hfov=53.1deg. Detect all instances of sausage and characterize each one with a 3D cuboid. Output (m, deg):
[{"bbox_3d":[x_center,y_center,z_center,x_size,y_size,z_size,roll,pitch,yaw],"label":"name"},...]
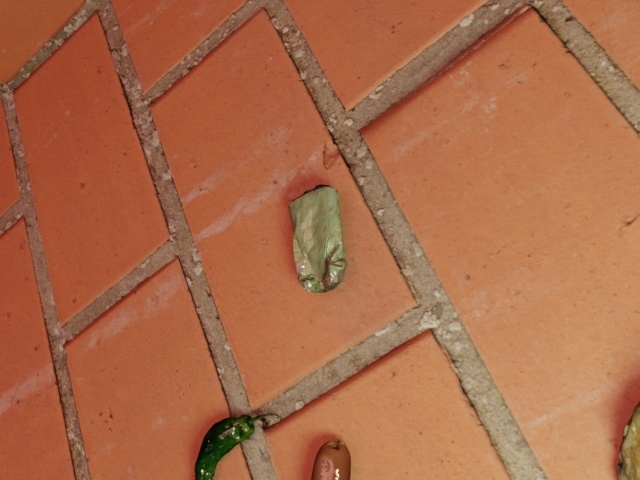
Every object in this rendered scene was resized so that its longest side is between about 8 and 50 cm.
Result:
[{"bbox_3d":[0.005,0.597,1.203,0.087,0.088,0.434,-4,73,30],"label":"sausage"}]

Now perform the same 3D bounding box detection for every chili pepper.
[{"bbox_3d":[-0.211,0.456,1.391,0.122,0.065,0.279,38,98,25],"label":"chili pepper"}]

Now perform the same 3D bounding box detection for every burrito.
[{"bbox_3d":[0.000,0.000,1.392,0.143,0.089,0.229,-25,62,38],"label":"burrito"}]

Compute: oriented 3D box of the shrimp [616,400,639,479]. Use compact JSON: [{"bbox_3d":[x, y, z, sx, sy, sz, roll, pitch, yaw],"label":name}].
[{"bbox_3d":[0.550,0.299,0.887,0.247,0.085,0.360,63,141,45],"label":"shrimp"}]
